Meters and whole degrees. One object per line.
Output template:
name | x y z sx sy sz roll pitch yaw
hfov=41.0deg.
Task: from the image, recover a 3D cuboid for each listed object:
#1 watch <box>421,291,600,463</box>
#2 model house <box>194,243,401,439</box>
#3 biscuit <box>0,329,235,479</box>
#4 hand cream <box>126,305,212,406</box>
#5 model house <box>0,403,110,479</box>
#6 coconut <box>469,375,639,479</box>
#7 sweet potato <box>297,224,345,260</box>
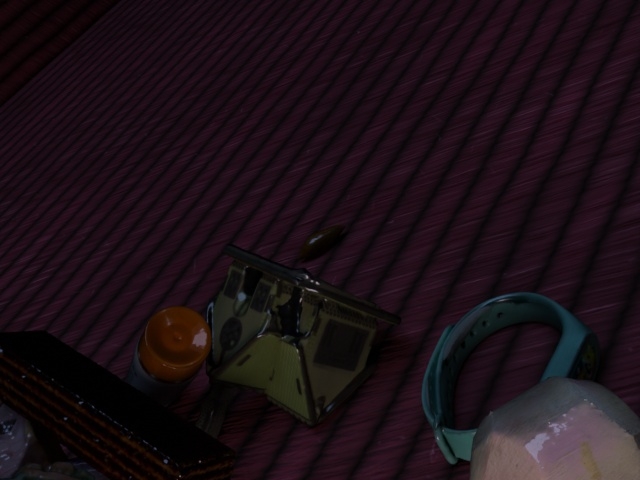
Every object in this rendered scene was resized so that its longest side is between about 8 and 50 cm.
watch | 0.215 0.158 1.002 0.195 0.068 0.237 1 43 40
model house | -0.056 0.175 1.136 0.218 0.204 0.279 17 85 50
biscuit | -0.276 0.216 1.068 0.388 0.107 0.073 24 100 31
hand cream | -0.229 0.190 1.178 0.140 0.089 0.314 -56 3 -31
model house | -0.344 0.314 1.091 0.236 0.202 0.237 -15 27 14
coconut | 0.225 0.227 0.820 0.183 0.171 0.171 -37 33 -8
sweet potato | 0.000 0.000 1.412 0.095 0.034 0.034 -37 33 -6
